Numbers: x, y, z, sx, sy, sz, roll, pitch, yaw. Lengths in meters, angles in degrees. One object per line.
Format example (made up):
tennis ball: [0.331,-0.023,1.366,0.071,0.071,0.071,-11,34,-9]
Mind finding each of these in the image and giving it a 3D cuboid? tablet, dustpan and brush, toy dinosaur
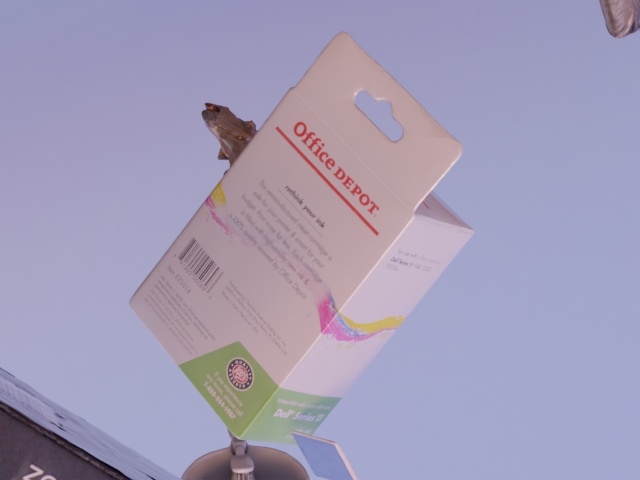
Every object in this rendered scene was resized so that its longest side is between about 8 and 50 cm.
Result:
tablet: [0.005,0.203,1.860,0.006,0.054,0.083,-37,-160,-24]
dustpan and brush: [-0.091,0.255,2.283,0.147,0.060,0.211,-5,-172,-5]
toy dinosaur: [-0.050,-0.009,2.220,0.127,0.296,0.200,-9,-167,11]

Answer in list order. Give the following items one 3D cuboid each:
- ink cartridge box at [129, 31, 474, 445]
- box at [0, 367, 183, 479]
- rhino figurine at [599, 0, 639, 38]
ink cartridge box: [0.000,0.000,1.922,0.353,0.207,0.119,-52,148,15]
box: [-0.363,0.283,1.356,0.472,0.480,0.297,-58,-170,-4]
rhino figurine: [0.173,-0.225,1.342,0.073,0.243,0.106,0,-127,47]
